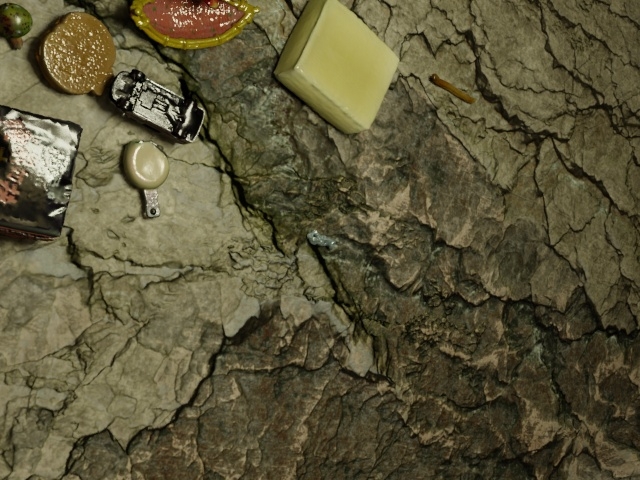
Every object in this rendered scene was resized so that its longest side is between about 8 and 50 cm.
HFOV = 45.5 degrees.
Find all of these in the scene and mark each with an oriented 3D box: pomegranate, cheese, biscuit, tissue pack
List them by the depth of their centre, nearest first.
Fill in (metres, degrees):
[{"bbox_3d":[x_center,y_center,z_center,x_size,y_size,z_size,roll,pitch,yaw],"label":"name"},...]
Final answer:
[{"bbox_3d":[-0.626,-0.139,1.409,0.332,0.123,0.245,12,89,-33],"label":"tissue pack"},{"bbox_3d":[-0.594,-0.412,1.462,0.073,0.073,0.084,11,109,-37],"label":"pomegranate"},{"bbox_3d":[-0.491,-0.370,1.550,0.170,0.050,0.170,-5,97,-45],"label":"biscuit"},{"bbox_3d":[-0.367,-0.137,1.646,0.092,0.047,0.171,-32,109,-30],"label":"cheese"},{"bbox_3d":[0.044,-0.435,1.908,0.265,0.124,0.242,35,74,-33],"label":"cheese"}]

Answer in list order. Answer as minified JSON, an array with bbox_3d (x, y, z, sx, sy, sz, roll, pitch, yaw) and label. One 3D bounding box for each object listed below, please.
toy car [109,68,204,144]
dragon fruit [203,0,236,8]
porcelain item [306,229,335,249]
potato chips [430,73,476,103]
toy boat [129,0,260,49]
[{"bbox_3d":[-0.356,-0.280,1.620,0.209,0.108,0.089,26,78,-30],"label":"toy car"},{"bbox_3d":[-0.241,-0.576,1.616,0.160,0.166,0.172,-32,87,4],"label":"dragon fruit"},{"bbox_3d":[0.000,0.000,1.940,0.083,0.028,0.036,23,60,-34],"label":"porcelain item"},{"bbox_3d":[0.382,-0.441,2.220,0.204,0.037,0.026,20,88,-41],"label":"potato chips"},{"bbox_3d":[-0.284,-0.492,1.676,0.318,0.099,0.141,-14,103,-39],"label":"toy boat"}]
